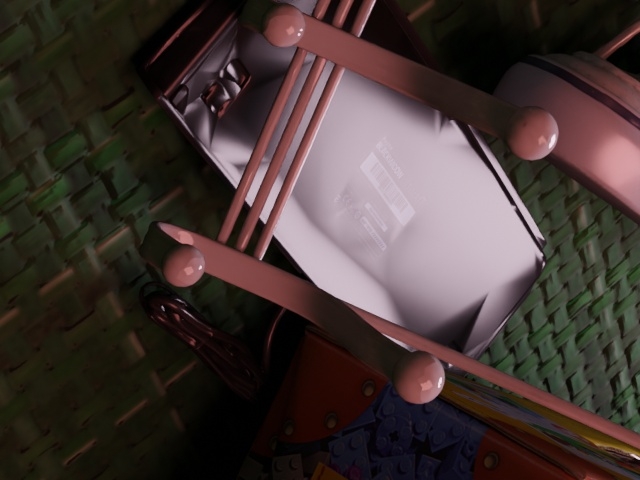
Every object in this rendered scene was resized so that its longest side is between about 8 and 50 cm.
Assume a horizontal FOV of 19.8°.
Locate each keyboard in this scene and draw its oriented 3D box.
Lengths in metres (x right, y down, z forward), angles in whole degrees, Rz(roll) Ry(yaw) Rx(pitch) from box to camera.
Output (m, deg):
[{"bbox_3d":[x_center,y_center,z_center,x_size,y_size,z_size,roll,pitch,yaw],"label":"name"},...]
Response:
[{"bbox_3d":[0.000,0.000,0.900,0.201,0.033,0.317,-51,139,-11],"label":"keyboard"}]

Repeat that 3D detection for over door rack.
[{"bbox_3d":[0.118,-0.035,0.779,0.324,0.108,0.239,23,97,-12],"label":"over door rack"}]

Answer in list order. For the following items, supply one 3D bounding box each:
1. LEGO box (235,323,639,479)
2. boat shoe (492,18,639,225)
[{"bbox_3d":[0.128,0.298,1.011,0.500,0.193,0.372,22,93,-47],"label":"LEGO box"},{"bbox_3d":[0.230,-0.067,0.981,0.367,0.136,0.156,20,105,-50],"label":"boat shoe"}]
